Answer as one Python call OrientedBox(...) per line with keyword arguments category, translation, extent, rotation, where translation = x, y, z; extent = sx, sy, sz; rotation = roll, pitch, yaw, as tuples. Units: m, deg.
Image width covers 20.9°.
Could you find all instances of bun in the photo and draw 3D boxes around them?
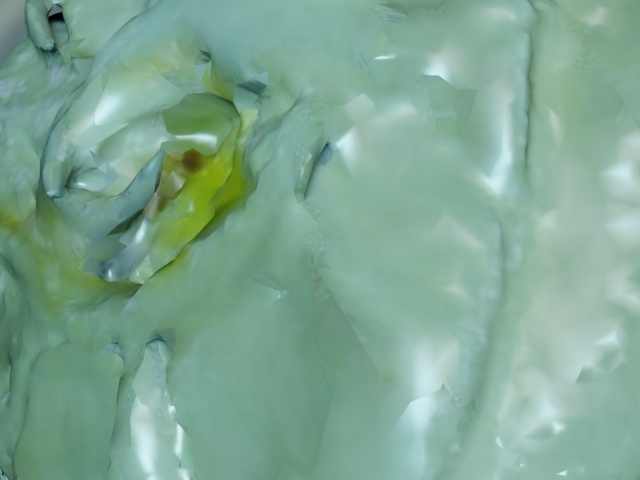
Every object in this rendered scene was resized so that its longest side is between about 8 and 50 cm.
OrientedBox(category="bun", translation=(0.000, 0.000, 0.413), extent=(0.239, 0.141, 0.239), rotation=(-19, 58, 33))
